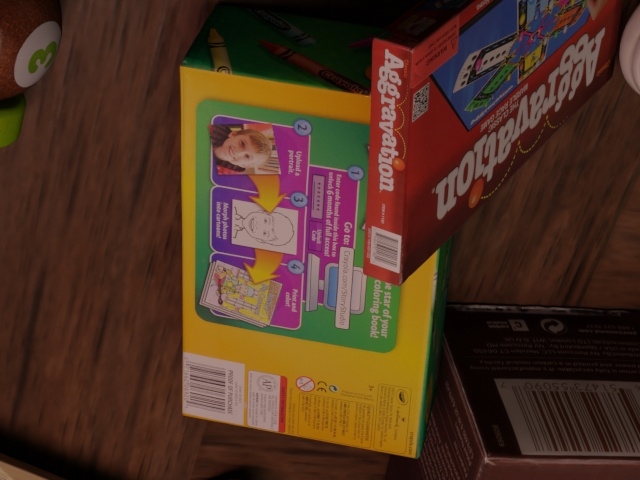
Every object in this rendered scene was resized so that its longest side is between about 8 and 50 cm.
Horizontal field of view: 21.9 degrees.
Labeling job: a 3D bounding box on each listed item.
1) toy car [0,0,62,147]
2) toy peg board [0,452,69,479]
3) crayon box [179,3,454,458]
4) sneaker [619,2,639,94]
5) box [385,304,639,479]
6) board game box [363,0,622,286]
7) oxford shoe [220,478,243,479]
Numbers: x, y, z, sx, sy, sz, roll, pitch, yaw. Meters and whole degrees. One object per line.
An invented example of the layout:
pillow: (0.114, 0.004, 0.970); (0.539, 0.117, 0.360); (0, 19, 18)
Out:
toy car: (-0.214, -0.095, 0.905); (0.149, 0.188, 0.155); (8, 124, -17)
toy peg board: (-0.225, 0.233, 1.226); (0.161, 0.079, 0.160); (28, 100, -28)
crayon box: (0.000, 0.000, 1.052); (0.165, 0.081, 0.278); (10, 126, 9)
sneaker: (0.332, -0.158, 0.997); (0.305, 0.152, 0.114); (-40, 121, 16)
box: (0.153, 0.175, 1.192); (0.169, 0.167, 0.203); (3, 125, -14)
board game box: (0.108, -0.102, 0.941); (0.027, 0.281, 0.145); (21, 129, 25)
oxford shoe: (-0.105, 0.268, 1.275); (0.096, 0.083, 0.227); (15, 122, -48)
